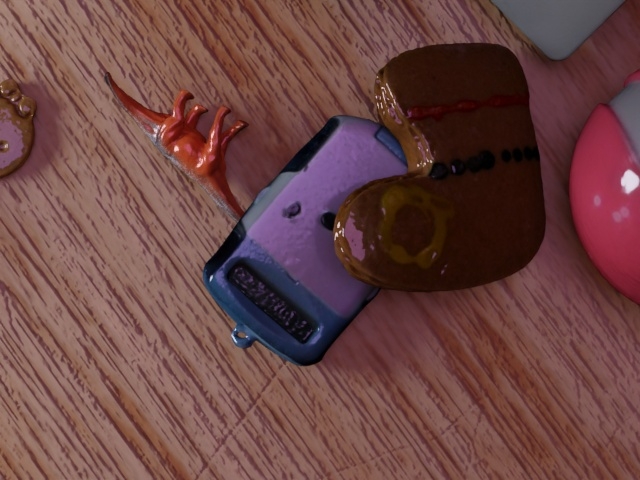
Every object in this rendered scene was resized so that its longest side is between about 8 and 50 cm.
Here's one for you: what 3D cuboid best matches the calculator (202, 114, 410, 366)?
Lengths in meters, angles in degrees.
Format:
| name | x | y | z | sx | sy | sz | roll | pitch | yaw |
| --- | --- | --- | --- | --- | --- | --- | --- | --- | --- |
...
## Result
| name | x | y | z | sx | sy | sz | roll | pitch | yaw |
| --- | --- | --- | --- | --- | --- | --- | --- | --- | --- |
| calculator | 0.000 | 0.000 | 1.663 | 0.173 | 0.051 | 0.293 | 41 | 82 | -11 |

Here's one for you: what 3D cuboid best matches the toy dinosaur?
| name | x | y | z | sx | sy | sz | roll | pitch | yaw |
| --- | --- | --- | --- | --- | --- | --- | --- | --- | --- |
| toy dinosaur | -0.120 | -0.097 | 1.679 | 0.280 | 0.055 | 0.101 | 33 | 91 | -2 |

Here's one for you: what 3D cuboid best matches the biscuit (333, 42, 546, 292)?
| name | x | y | z | sx | sy | sz | roll | pitch | yaw |
| --- | --- | --- | --- | --- | --- | --- | --- | --- | --- |
| biscuit | 0.129 | -0.083 | 1.645 | 0.262 | 0.052 | 0.277 | -1 | 83 | -30 |

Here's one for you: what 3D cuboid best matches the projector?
| name | x | y | z | sx | sy | sz | roll | pitch | yaw |
| --- | --- | --- | --- | --- | --- | --- | --- | --- | --- |
| projector | 0.271 | -0.338 | 1.640 | 0.198 | 0.250 | 0.108 | 45 | 55 | 2 |

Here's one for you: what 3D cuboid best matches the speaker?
| name | x | y | z | sx | sy | sz | roll | pitch | yaw |
| --- | --- | --- | --- | --- | --- | --- | --- | --- | --- |
| speaker | 0.411 | -0.053 | 1.653 | 0.294 | 0.294 | 0.294 | 1 | 83 | -4 |

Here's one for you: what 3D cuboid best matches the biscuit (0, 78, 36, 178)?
| name | x | y | z | sx | sy | sz | roll | pitch | yaw |
| --- | --- | --- | --- | --- | --- | --- | --- | --- | --- |
| biscuit | -0.398 | -0.103 | 1.669 | 0.184 | 0.027 | 0.133 | -8 | 82 | -5 |
